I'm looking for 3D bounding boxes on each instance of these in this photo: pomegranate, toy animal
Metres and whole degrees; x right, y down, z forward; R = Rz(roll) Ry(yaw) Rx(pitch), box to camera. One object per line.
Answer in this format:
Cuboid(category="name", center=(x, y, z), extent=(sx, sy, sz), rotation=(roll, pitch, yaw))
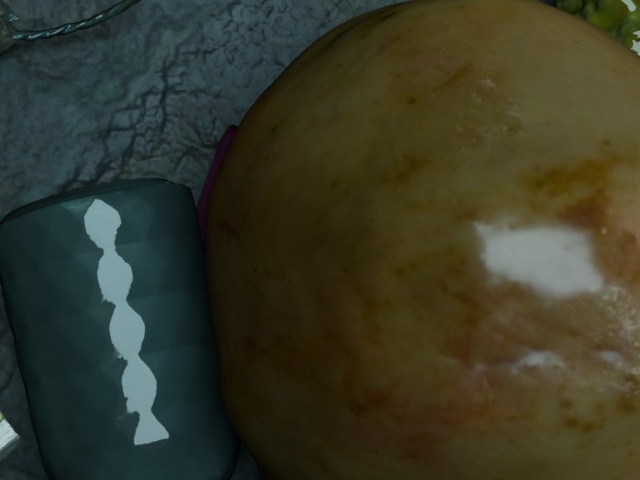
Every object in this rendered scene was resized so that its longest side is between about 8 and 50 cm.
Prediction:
Cuboid(category="pomegranate", center=(0.127, 0.042, 1.214), extent=(0.411, 0.411, 0.411), rotation=(3, 79, -13))
Cuboid(category="toy animal", center=(-0.230, -0.157, 1.349), extent=(0.253, 0.079, 0.070), rotation=(-6, 103, -14))

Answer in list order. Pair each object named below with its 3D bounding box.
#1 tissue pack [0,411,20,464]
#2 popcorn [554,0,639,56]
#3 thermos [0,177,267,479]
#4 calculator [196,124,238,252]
Cuboid(category="tissue pack", center=(-0.290, 0.144, 1.262), extent=(0.148, 0.106, 0.099), rotation=(-36, 90, -18))
Cuboid(category="popcorn", center=(0.295, -0.144, 1.400), extent=(0.257, 0.224, 0.270), rotation=(11, 97, -11))
Cuboid(category="thermos", center=(-0.117, 0.107, 1.302), extent=(0.182, 0.145, 0.287), rotation=(-10, 83, -43))
Cuboid(category="calculator", center=(0.000, 0.000, 1.401), extent=(0.190, 0.034, 0.127), rotation=(20, 74, -10))
